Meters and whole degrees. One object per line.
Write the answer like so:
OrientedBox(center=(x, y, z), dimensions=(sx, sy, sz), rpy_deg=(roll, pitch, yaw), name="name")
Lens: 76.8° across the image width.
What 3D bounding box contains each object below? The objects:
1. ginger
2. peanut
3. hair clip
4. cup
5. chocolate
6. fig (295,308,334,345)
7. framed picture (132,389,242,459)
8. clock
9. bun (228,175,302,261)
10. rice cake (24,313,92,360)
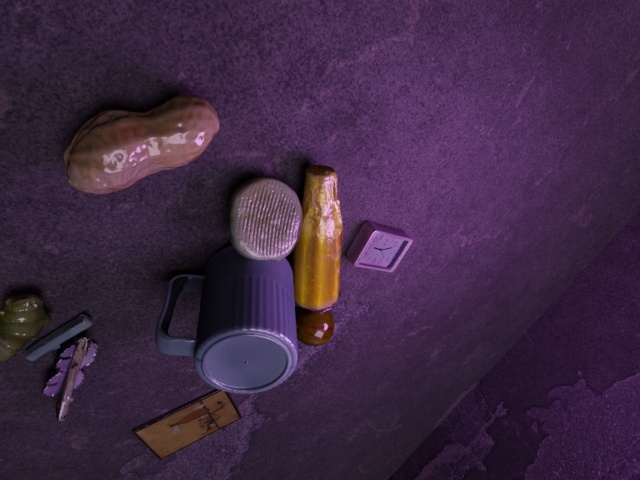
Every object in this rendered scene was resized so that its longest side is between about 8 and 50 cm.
OrientedBox(center=(-0.763, 0.230, 0.940), dimensions=(0.289, 0.089, 0.137), rpy_deg=(-32, 126, -3), name="ginger")
OrientedBox(center=(-0.354, -0.198, 0.815), dimensions=(0.312, 0.149, 0.149), rpy_deg=(-21, 133, -15), name="peanut")
OrientedBox(center=(-0.686, 0.369, 1.102), dimensions=(0.106, 0.084, 0.292), rpy_deg=(11, 113, -42), name="hair clip")
OrientedBox(center=(-0.213, 0.182, 1.040), dimensions=(0.331, 0.311, 0.256), rpy_deg=(35, 113, -28), name="cup")
OrientedBox(center=(0.000, 0.000, 1.164), dimensions=(0.161, 0.162, 0.446), rpy_deg=(-12, 128, -23), name="chocolate")
OrientedBox(center=(-0.041, 0.289, 1.376), dimensions=(0.186, 0.142, 0.148), rpy_deg=(1, 97, -47), name="fig")
OrientedBox(center=(-0.483, 0.688, 1.515), dimensions=(0.338, 0.014, 0.256), rpy_deg=(-22, 133, -15), name="framed picture")
OrientedBox(center=(0.200, 0.027, 1.370), dimensions=(0.197, 0.063, 0.150), rpy_deg=(12, 116, -37), name="clock")
OrientedBox(center=(-0.146, -0.056, 1.044), dimensions=(0.221, 0.108, 0.222), rpy_deg=(-2, 95, -29), name="bun")
OrientedBox(center=(-0.676, 0.252, 1.047), dimensions=(0.180, 0.030, 0.042), rpy_deg=(-32, 141, -3), name="rice cake")
